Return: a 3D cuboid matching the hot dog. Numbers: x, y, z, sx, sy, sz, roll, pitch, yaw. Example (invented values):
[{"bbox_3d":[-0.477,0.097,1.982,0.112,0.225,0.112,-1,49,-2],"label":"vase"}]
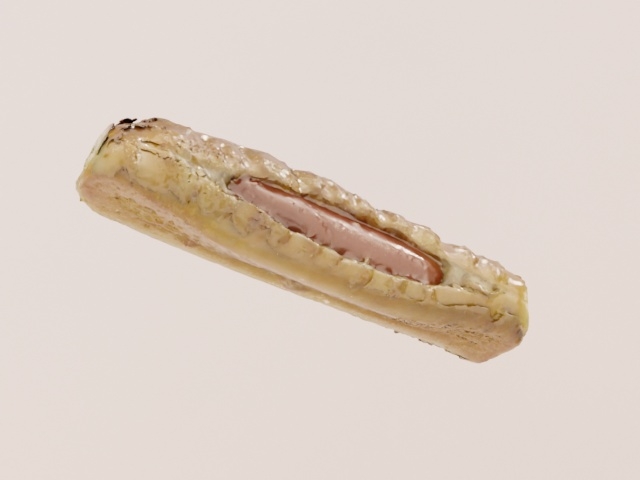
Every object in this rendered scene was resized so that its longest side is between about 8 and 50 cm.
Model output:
[{"bbox_3d":[0.000,0.000,0.670,0.289,0.083,0.068,22,-110,-22],"label":"hot dog"}]
